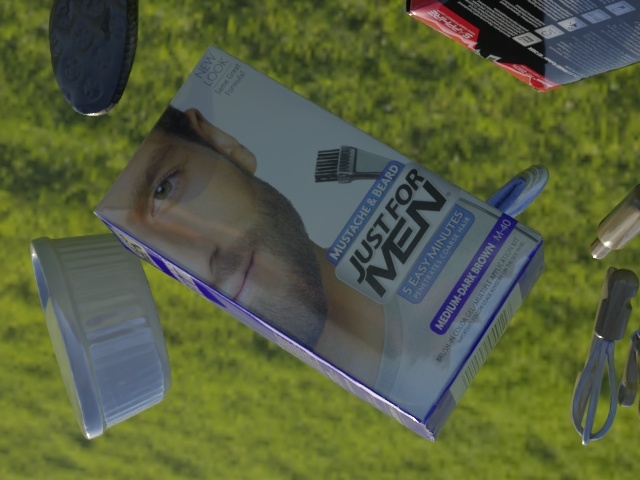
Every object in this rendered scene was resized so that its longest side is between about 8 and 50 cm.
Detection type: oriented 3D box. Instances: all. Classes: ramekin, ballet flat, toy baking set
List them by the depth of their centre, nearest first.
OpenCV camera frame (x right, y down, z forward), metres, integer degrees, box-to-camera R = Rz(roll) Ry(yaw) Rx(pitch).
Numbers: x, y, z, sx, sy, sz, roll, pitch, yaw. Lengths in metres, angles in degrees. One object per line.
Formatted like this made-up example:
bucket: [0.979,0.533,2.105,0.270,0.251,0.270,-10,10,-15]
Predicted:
ballet flat: [-0.171,-0.220,1.166,0.084,0.250,0.058,-8,172,29]
toy baking set: [0.240,0.060,1.195,0.030,0.197,0.256,11,162,-8]
ramekin: [-0.287,0.113,1.951,0.127,0.273,0.273,-16,159,-14]

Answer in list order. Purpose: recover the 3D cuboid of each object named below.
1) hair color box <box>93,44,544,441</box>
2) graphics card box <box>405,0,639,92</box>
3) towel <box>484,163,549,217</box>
hair color box: [0.000,0.000,1.262,0.339,0.185,0.110,31,170,18]
graphics card box: [0.296,-0.265,1.430,0.233,0.094,0.371,23,154,-40]
towel: [0.164,-0.004,1.625,0.209,0.034,0.285,-43,175,13]
